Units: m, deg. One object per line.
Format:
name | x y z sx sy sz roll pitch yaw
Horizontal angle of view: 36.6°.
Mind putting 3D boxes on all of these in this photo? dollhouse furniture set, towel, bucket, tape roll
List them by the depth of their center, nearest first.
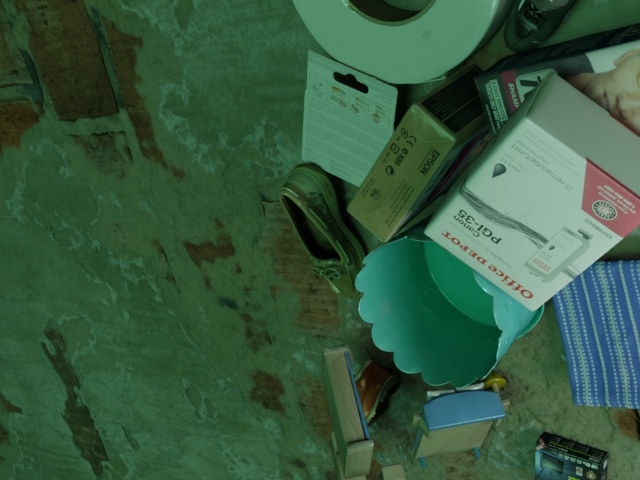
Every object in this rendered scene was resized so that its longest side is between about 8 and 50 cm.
towel | 0.490 0.146 1.431 0.336 0.040 0.243 -5 103 51
tape roll | 0.111 -0.426 1.431 0.392 0.072 0.392 19 126 29
bucket | 0.217 0.080 1.553 0.281 0.183 0.281 25 131 32
dollhouse furniture set | 0.170 0.313 1.783 0.286 0.303 0.198 92 167 -56

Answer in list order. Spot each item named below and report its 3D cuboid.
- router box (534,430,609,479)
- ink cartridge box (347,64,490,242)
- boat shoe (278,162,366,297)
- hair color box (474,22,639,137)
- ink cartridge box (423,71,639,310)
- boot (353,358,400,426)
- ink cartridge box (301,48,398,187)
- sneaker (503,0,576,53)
router box | 0.434 0.395 1.677 0.122 0.038 0.092 14 123 33
ink cartridge box | 0.165 -0.132 1.474 0.088 0.193 0.235 42 134 12
boat shoe | 0.000 0.000 1.737 0.104 0.089 0.285 0 127 42
hair color box | 0.400 -0.191 1.312 0.347 0.105 0.174 -7 111 41
ink cartridge box | 0.303 -0.055 1.318 0.207 0.117 0.283 36 141 0
boot | 0.092 0.303 1.891 0.084 0.059 0.158 36 124 21
ink cartridge box | 0.056 -0.198 1.605 0.181 0.056 0.225 28 135 24
sneaker | 0.309 -0.337 1.298 0.078 0.106 0.234 48 135 7
